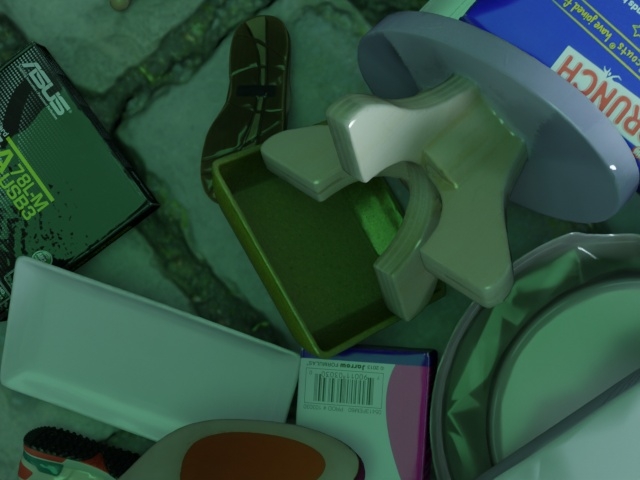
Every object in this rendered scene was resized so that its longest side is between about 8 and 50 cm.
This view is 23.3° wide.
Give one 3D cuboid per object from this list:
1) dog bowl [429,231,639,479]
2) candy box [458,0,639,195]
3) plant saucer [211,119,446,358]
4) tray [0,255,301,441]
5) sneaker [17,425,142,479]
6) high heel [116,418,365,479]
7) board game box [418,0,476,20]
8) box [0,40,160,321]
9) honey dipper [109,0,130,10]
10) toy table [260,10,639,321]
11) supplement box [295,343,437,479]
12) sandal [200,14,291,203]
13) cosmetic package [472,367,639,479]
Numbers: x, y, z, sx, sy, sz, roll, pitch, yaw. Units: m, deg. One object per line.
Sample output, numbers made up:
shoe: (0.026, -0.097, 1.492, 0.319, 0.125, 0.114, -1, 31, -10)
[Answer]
dog bowl: (0.270, 0.156, 1.314, 0.349, 0.102, 0.348, 0, 89, 8)
candy box: (0.313, -0.202, 1.254, 0.268, 0.122, 0.317, 44, 93, 4)
plant saucer: (0.000, 0.000, 1.337, 0.045, 0.188, 0.188, -34, 83, 42)
tray: (-0.153, 0.110, 1.388, 0.270, 0.030, 0.145, 19, 119, 8)
sneaker: (-0.201, 0.230, 1.407, 0.161, 0.057, 0.075, 21, 113, 3)
high heel: (-0.120, 0.261, 1.328, 0.377, 0.181, 0.127, -11, 44, 19)
board game box: (0.238, -0.218, 1.351, 0.193, 0.053, 0.305, 45, 94, 5)
box: (-0.275, -0.053, 1.421, 0.184, 0.045, 0.190, -36, 85, 8)
honey dipper: (-0.121, -0.250, 1.414, 0.161, 0.030, 0.030, -27, 85, 8)
toy table: (0.094, -0.061, 1.242, 0.161, 0.252, 0.274, -44, 42, -20)
supplement box: (0.037, 0.201, 1.339, 0.111, 0.114, 0.220, 4, 88, 8)
sandal: (-0.060, -0.114, 1.395, 0.072, 0.049, 0.180, 6, 75, 11)
cosmetic package: (0.275, 0.196, 1.136, 0.385, 0.156, 0.217, -40, 81, 21)
